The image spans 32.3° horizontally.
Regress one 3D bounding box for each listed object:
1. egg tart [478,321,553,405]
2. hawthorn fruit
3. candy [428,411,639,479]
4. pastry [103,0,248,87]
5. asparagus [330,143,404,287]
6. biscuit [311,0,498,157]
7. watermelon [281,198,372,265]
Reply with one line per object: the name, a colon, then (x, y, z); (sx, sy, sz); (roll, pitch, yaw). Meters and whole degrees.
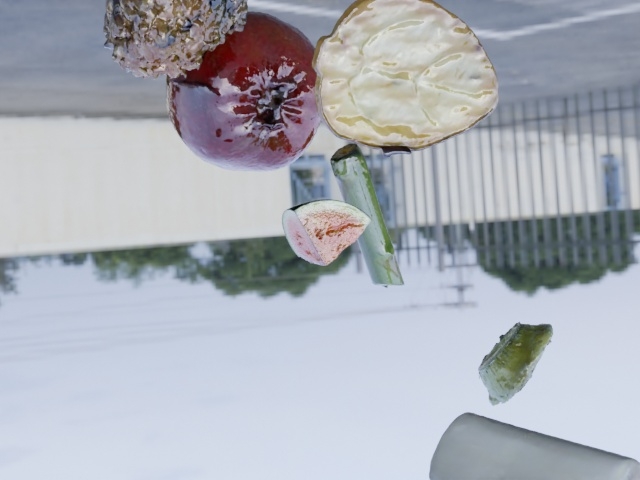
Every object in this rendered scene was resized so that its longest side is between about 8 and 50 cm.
egg tart: (0.365, 0.218, 2.073); (0.078, 0.197, 0.197); (38, -177, 2)
hawthorn fruit: (-0.134, -0.244, 1.786); (0.265, 0.265, 0.307); (-4, -166, -28)
candy: (0.369, 0.394, 1.749); (0.208, 0.145, 0.359); (33, 165, -36)
pastry: (-0.202, -0.351, 1.566); (0.193, 0.274, 0.275); (9, 177, -17)
asparagus: (0.079, -0.030, 1.859); (0.060, 0.277, 0.067); (-24, -159, -12)
biscuit: (0.110, -0.203, 1.381); (0.260, 0.203, 0.041); (10, -166, -24)
watermelon: (0.000, 0.000, 1.632); (0.125, 0.094, 0.135); (1, 150, -26)
